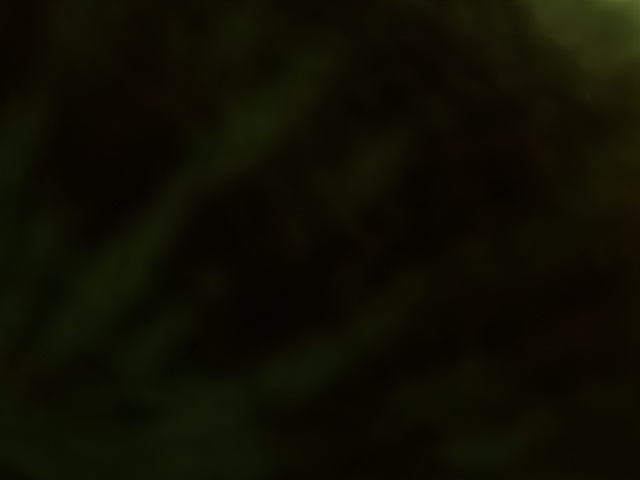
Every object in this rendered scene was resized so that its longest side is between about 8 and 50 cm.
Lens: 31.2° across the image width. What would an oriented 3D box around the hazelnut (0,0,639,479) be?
[{"bbox_3d":[-0.002,-0.045,0.539,0.429,0.402,0.402,47,13,-7],"label":"hazelnut"}]
